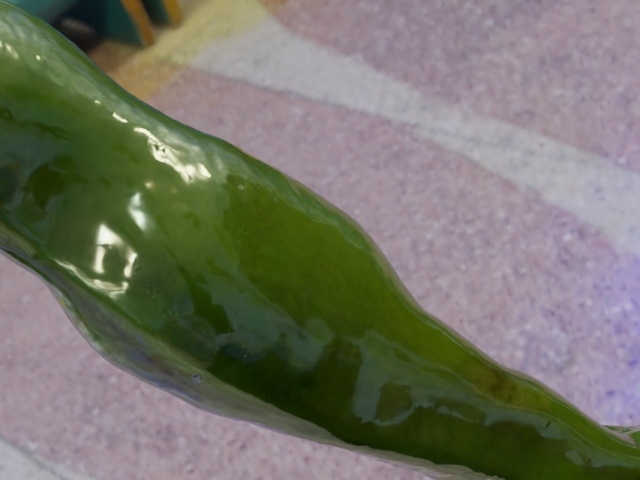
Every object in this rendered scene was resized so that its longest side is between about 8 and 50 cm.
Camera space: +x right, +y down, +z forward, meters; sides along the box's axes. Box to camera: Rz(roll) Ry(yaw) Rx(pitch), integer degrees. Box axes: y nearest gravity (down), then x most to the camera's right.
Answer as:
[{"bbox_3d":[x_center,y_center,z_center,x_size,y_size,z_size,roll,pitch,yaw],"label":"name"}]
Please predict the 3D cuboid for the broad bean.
[{"bbox_3d":[-0.001,0.010,0.393,0.056,0.318,0.098,-44,35,50],"label":"broad bean"}]
